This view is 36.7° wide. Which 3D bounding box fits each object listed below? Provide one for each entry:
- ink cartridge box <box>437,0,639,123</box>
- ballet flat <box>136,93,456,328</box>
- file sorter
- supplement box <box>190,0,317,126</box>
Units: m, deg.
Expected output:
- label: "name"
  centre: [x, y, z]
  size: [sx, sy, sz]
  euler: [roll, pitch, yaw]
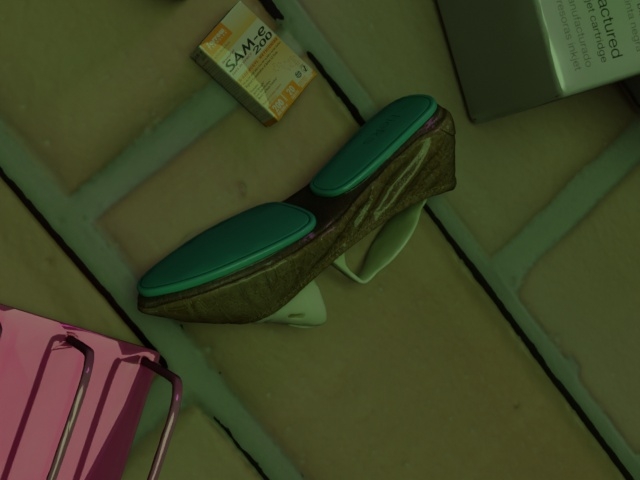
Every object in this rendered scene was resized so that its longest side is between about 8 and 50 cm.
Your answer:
- label: "ink cartridge box"
  centre: [0.312, -0.313, 0.962]
  size: [0.394, 0.166, 0.286]
  euler: [-19, 95, -21]
- label: "ballet flat"
  centre: [0.000, 0.000, 0.877]
  size: [0.342, 0.116, 0.124]
  euler: [-37, 119, -22]
- label: "file sorter"
  centre: [-0.272, 0.144, 0.717]
  size: [0.290, 0.182, 0.202]
  euler: [20, 81, -18]
- label: "supplement box"
  centre: [-0.061, -0.161, 0.886]
  size: [0.098, 0.036, 0.062]
  euler: [41, 74, -14]
